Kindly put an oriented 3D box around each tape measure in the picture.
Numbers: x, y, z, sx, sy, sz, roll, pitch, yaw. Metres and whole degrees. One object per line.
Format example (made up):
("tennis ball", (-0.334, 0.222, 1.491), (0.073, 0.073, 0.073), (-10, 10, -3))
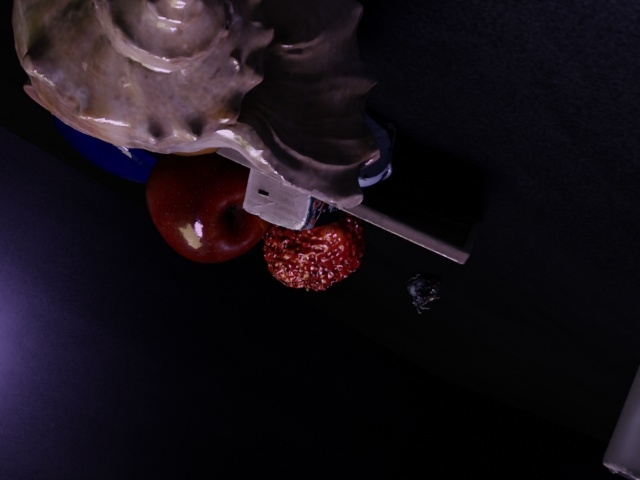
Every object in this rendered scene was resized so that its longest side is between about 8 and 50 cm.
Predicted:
("tape measure", (0.043, -0.103, 0.801), (0.091, 0.094, 0.054), (27, 156, -4))

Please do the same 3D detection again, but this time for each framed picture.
("framed picture", (0.052, -0.065, 0.899), (0.324, 0.020, 0.240), (25, -164, 9))

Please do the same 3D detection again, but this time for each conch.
("conch", (-0.066, -0.158, 0.559), (0.297, 0.210, 0.352), (37, -165, -10))

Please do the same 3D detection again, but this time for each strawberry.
("strawberry", (0.000, 0.000, 1.222), (0.186, 0.184, 0.201), (26, 161, -16))

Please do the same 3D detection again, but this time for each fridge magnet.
("fridge magnet", (-0.434, -0.203, 1.455), (0.265, 0.113, 0.265), (25, 169, 5))

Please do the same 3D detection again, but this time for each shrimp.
("shrimp", (0.214, 0.115, 1.501), (0.076, 0.082, 0.174), (22, 177, 4))

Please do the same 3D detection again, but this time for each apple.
("apple", (-0.185, -0.075, 1.180), (0.218, 0.218, 0.201), (36, 171, -40))

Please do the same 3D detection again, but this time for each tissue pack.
("tissue pack", (-0.030, -0.070, 1.013), (0.103, 0.090, 0.170), (25, -163, 16))

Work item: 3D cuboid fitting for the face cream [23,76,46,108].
("face cream", (-0.388, -0.251, 1.127), (0.149, 0.104, 0.149), (26, 169, 5))

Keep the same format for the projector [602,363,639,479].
("projector", (0.472, 0.180, 0.696), (0.248, 0.249, 0.248), (32, 168, -33))

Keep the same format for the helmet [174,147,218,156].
("helmet", (-0.195, -0.187, 0.899), (0.224, 0.130, 0.198), (25, 166, 16))
